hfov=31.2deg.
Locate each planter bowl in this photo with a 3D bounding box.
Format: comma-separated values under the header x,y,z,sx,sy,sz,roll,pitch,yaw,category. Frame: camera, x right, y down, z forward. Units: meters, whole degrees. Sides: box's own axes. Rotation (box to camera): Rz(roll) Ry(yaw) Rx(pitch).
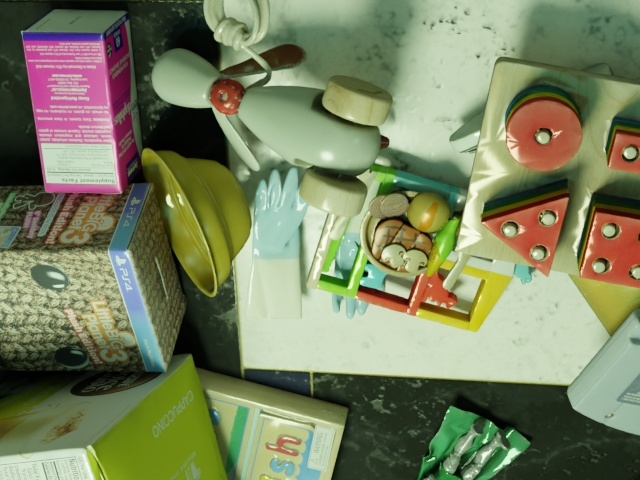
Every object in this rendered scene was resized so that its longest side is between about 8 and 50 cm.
x,y,z,sx,sy,sz,roll,pitch,yaw,category
-0.152,-0.040,1.533,0.090,0.217,0.217,-25,113,-17,planter bowl

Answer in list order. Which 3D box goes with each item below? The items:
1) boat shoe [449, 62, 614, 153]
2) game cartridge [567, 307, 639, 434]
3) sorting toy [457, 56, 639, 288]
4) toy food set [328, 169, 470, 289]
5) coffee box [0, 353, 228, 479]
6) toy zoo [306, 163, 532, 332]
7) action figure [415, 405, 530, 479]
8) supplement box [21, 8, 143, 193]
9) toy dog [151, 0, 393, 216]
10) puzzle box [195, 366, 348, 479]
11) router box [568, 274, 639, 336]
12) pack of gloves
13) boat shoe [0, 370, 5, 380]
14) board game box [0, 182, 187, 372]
x,y,z,sx,sy,sz,roll,pitch,yaw,category
0.272,-0.147,1.443,0.219,0.078,0.070,-21,109,17,boat shoe
0.487,0.189,1.520,0.294,0.060,0.196,13,128,-19,game cartridge
0.311,-0.066,1.379,0.255,0.089,0.257,11,116,5,sorting toy
0.114,-0.009,1.501,0.192,0.038,0.132,22,112,-8,toy food set
-0.340,0.384,1.589,0.334,0.337,0.338,-10,101,20,coffee box
0.147,0.014,1.550,0.293,0.030,0.192,16,113,-5,toy zoo
0.193,0.359,1.711,0.137,0.063,0.232,28,120,-8,action figure
-0.309,-0.182,1.506,0.114,0.111,0.220,3,116,8,supplement box
-0.038,-0.166,1.455,0.333,0.161,0.220,46,112,15,toy dog
-0.130,0.400,1.788,0.272,0.052,0.409,14,117,3,puzzle box
0.471,-0.013,1.472,0.309,0.081,0.243,-31,106,21,router box
0.000,0.000,1.589,0.195,0.046,0.232,3,115,-8,pack of gloves
-0.549,0.086,1.675,0.103,0.118,0.320,6,125,19,boat shoe
-0.358,0.054,1.580,0.291,0.141,0.232,-1,131,10,board game box
